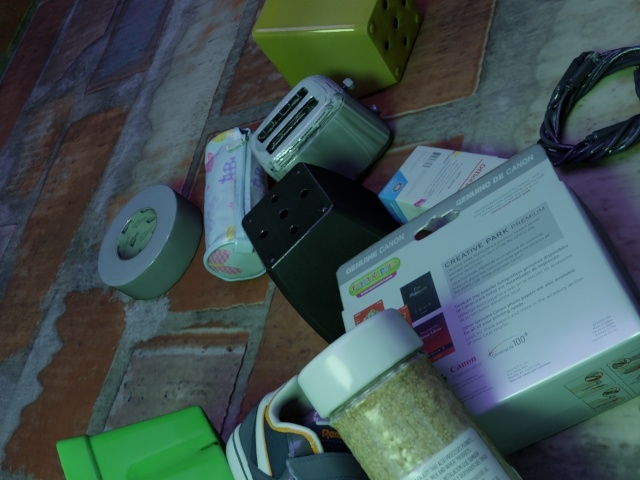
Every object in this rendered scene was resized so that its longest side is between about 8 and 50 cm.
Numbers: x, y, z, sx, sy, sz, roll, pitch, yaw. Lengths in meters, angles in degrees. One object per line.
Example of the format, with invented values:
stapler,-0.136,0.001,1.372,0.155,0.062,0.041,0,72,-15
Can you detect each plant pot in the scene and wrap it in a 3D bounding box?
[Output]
plant pot,0.000,0.000,1.086,0.187,0.167,0.188,-44,40,10
plant pot,0.046,-0.362,1.284,0.187,0.212,0.212,10,69,33

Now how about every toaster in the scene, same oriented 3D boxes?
toaster,-0.009,-0.151,1.216,0.227,0.146,0.129,-46,40,9

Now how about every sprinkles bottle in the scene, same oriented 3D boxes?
sprinkles bottle,0.125,0.236,0.701,0.121,0.121,0.355,-40,76,15

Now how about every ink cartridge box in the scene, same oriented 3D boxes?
ink cartridge box,0.181,-0.063,1.024,0.181,0.061,0.104,18,62,49
ink cartridge box,0.190,0.085,0.870,0.309,0.130,0.272,-32,46,22

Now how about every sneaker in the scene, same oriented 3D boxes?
sneaker,0.005,0.262,0.749,0.127,0.126,0.321,-55,41,15

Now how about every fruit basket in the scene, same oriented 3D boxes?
fruit basket,-0.206,0.422,0.837,0.392,0.283,0.392,-11,43,10

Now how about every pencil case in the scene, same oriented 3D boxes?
pencil case,-0.139,-0.065,1.302,0.124,0.113,0.273,-47,36,42

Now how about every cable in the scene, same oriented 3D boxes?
cable,0.356,-0.163,0.965,0.150,0.047,0.184,27,80,44

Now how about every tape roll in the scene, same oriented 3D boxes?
tape roll,-0.328,0.003,1.467,0.219,0.072,0.219,-24,49,30
